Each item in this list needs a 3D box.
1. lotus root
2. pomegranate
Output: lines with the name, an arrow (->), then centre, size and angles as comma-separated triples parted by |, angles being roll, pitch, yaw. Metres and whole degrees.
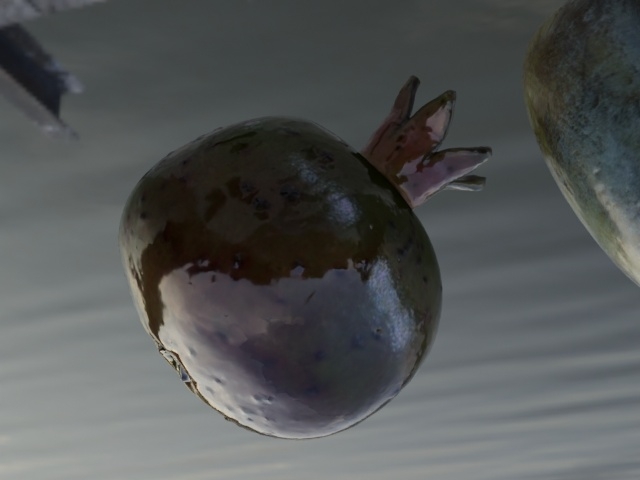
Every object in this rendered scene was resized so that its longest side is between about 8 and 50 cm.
lotus root -> 0.258, -0.049, 0.906 | 0.158, 0.322, 0.140 | -20, 156, -5
pomegranate -> -0.020, 0.002, 1.100 | 0.291, 0.323, 0.290 | 23, 149, 14
